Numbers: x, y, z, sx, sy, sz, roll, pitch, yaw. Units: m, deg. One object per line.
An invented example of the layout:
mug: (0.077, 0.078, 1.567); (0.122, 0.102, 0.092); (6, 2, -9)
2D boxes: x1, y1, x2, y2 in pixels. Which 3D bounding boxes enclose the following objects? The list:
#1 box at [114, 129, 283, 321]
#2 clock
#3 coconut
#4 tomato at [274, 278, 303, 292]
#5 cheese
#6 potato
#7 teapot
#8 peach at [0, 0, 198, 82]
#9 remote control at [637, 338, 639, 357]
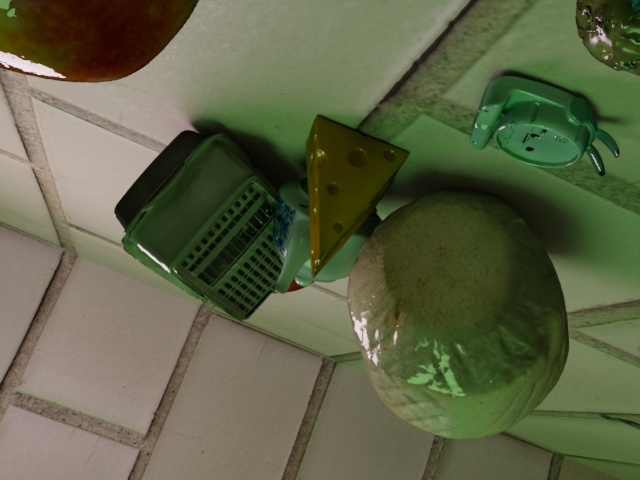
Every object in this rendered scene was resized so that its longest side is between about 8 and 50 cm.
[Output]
box: (-0.156, -0.019, 1.121); (0.166, 0.220, 0.290); (37, 173, 29)
clock: (0.213, -0.104, 0.703); (0.135, 0.041, 0.101); (19, 164, 9)
coconut: (0.178, 0.098, 0.974); (0.329, 0.328, 0.329); (19, 164, 6)
tomato: (-0.100, 0.047, 1.463); (0.228, 0.112, 0.199); (18, 166, 21)
cheese: (0.018, -0.042, 0.912); (0.126, 0.171, 0.093); (21, 164, -3)
potato: (0.274, -0.133, 0.521); (0.198, 0.054, 0.119); (23, 161, -8)
teapot: (0.000, 0.000, 1.050); (0.159, 0.158, 0.232); (15, -162, 19)
peach: (-0.180, -0.220, 0.493); (0.231, 0.231, 0.231); (19, 164, 6)
remote control: (0.552, 0.176, 1.198); (0.074, 0.032, 0.122); (12, 162, 26)
